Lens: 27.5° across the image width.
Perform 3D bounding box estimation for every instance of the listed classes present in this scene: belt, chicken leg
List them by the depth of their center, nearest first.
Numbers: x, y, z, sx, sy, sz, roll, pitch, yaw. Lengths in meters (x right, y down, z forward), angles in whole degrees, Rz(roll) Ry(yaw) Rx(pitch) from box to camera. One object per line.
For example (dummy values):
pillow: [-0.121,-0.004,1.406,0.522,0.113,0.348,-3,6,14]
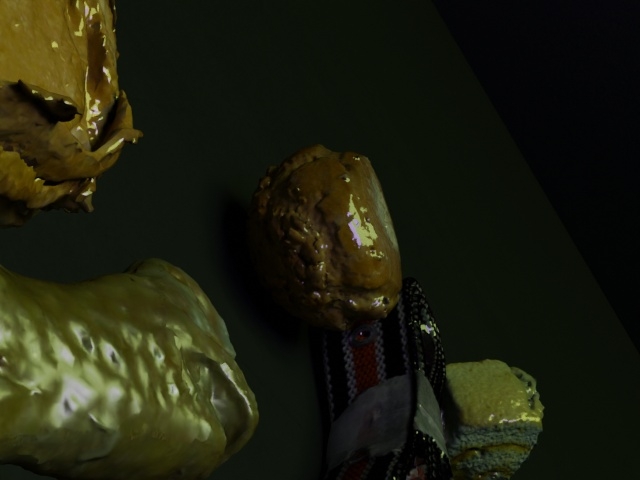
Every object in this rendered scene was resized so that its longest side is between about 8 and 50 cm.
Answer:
chicken leg: [-0.166,0.014,0.421,0.429,0.153,0.201,25,47,-48]
belt: [0.052,0.151,1.010,0.126,0.094,0.359,51,20,-27]

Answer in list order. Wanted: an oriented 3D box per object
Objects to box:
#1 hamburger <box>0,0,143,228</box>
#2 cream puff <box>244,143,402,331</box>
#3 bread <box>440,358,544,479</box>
hamburger: [-0.211,-0.141,0.581,0.318,0.158,0.318,54,19,-28]
cream puff: [0.000,0.000,1.048,0.165,0.115,0.150,-1,71,-81]
bread: [0.113,0.173,1.162,0.110,0.156,0.103,12,40,-27]
